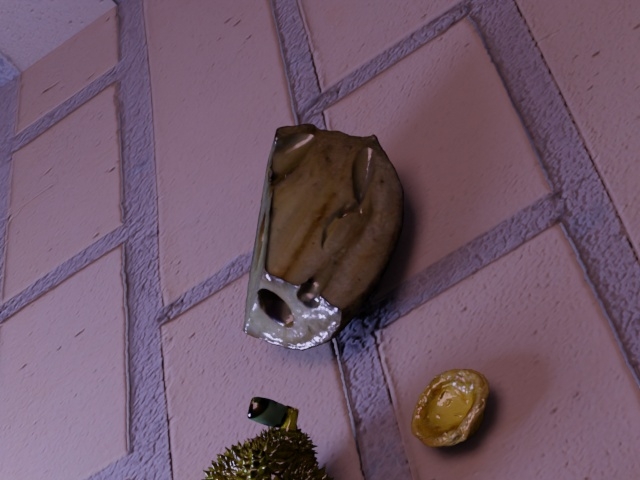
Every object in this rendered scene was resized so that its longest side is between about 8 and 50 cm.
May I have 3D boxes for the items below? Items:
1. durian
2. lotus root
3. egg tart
[{"bbox_3d":[-0.059,0.293,1.487,0.159,0.146,0.198,-44,26,27],"label":"durian"},{"bbox_3d":[-0.002,0.003,1.744,0.210,0.142,0.314,14,51,8],"label":"lotus root"},{"bbox_3d":[0.148,0.189,1.473,0.105,0.039,0.105,-25,39,23],"label":"egg tart"}]
